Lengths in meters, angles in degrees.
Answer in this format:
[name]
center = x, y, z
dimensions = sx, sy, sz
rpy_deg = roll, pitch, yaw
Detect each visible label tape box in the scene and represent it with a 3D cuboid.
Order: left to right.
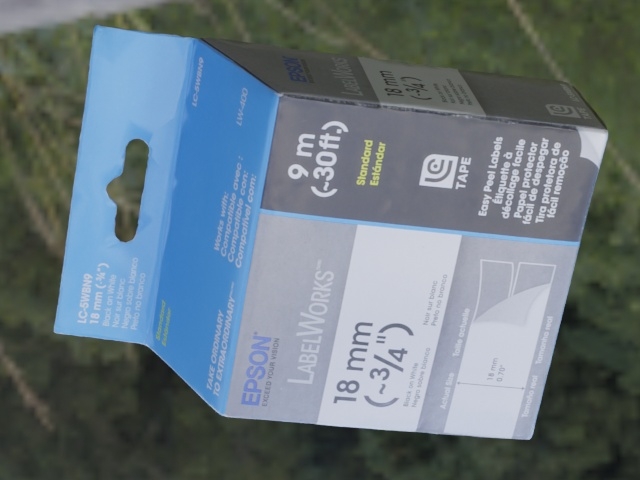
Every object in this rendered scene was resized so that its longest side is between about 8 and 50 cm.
[label tape box]
center = 0.000, 0.000, 1.308
dimensions = 0.333, 0.241, 0.106
rpy_deg = 6, -156, -11
